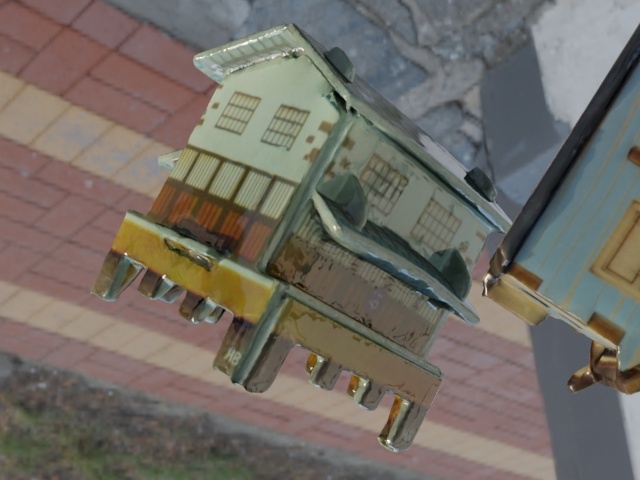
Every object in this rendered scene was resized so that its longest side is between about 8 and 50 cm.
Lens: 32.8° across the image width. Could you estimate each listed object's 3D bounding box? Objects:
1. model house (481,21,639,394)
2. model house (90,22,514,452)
[{"bbox_3d":[0.216,-0.028,0.447,0.206,0.271,0.178,32,178,10],"label":"model house"},{"bbox_3d":[0.000,0.000,0.747,0.224,0.215,0.198,32,175,-43],"label":"model house"}]
